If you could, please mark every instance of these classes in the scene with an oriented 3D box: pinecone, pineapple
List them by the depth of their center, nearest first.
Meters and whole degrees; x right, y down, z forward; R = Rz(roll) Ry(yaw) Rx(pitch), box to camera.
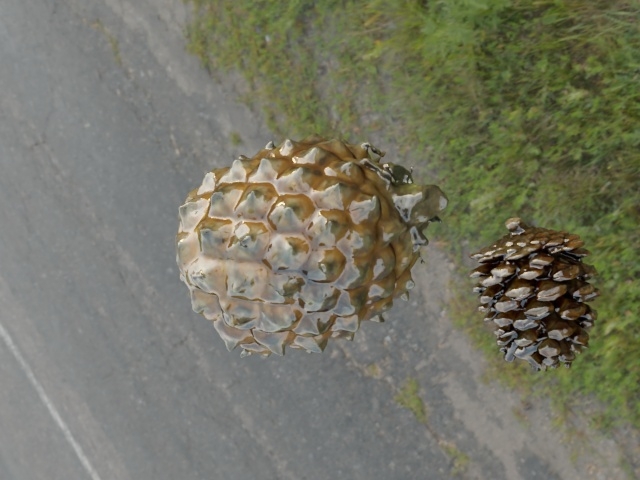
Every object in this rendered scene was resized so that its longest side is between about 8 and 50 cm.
[{"bbox_3d":[0.000,0.000,0.564,0.193,0.166,0.166,-19,96,19],"label":"pineapple"},{"bbox_3d":[0.374,0.090,1.342,0.224,0.224,0.272,-17,89,53],"label":"pinecone"}]
